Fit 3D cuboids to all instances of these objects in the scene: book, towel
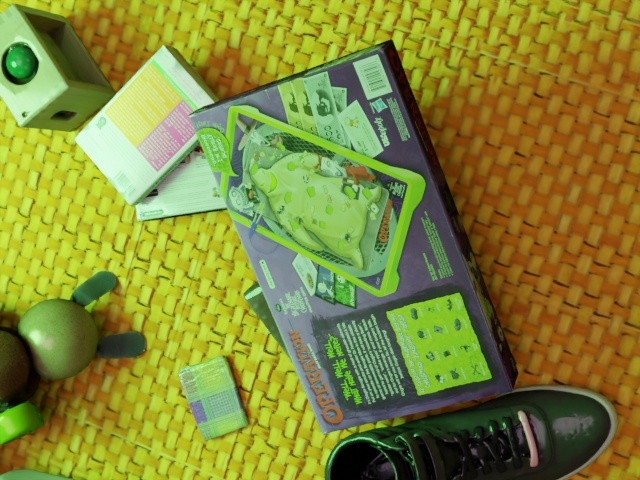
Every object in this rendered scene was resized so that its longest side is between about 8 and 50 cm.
[{"bbox_3d":[-0.177,-0.119,1.341,0.144,0.035,0.096,-42,82,15],"label":"book"},{"bbox_3d":[-0.115,0.169,1.382,0.060,0.009,0.083,-22,86,16],"label":"towel"}]

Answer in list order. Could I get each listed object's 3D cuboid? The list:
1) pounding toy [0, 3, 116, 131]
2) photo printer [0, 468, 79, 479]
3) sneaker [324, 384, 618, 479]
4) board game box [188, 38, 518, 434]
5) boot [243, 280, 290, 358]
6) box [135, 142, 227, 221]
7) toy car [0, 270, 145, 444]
[{"bbox_3d":[-0.318,-0.182,1.364,0.100,0.141,0.130,-37,81,16],"label":"pounding toy"},{"bbox_3d":[-0.251,0.423,1.383,0.256,0.107,0.308,10,95,17],"label":"photo printer"},{"bbox_3d":[0.138,0.212,1.232,0.295,0.147,0.105,-15,86,16],"label":"sneaker"},{"bbox_3d":[0.033,0.006,1.213,0.208,0.056,0.347,-17,104,20],"label":"board game box"},{"bbox_3d":[0.000,0.000,1.279,0.207,0.090,0.248,-34,97,16],"label":"boot"},{"bbox_3d":[-0.102,-0.089,1.354,0.207,0.036,0.114,-7,90,18],"label":"box"},{"bbox_3d":[-0.295,0.112,1.398,0.188,0.149,0.155,-26,87,-12],"label":"toy car"}]
